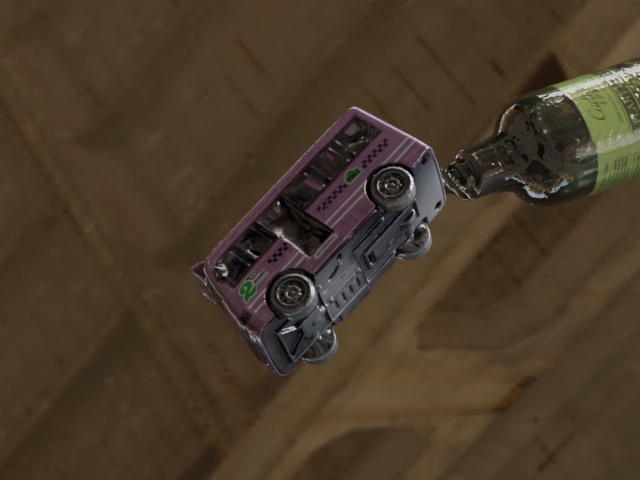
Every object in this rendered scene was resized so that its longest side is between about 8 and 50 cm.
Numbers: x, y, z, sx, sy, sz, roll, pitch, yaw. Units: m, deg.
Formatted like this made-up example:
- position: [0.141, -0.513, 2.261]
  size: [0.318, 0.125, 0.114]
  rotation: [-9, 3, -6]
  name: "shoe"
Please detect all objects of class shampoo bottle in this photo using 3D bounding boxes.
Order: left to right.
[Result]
- position: [0.225, -0.089, 1.407]
  size: [0.101, 0.284, 0.101]
  rotation: [55, -25, 41]
  name: "shampoo bottle"

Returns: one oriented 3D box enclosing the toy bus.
- position: [0.000, 0.000, 1.136]
  size: [0.098, 0.087, 0.178]
  rotation: [35, -107, 27]
  name: "toy bus"
